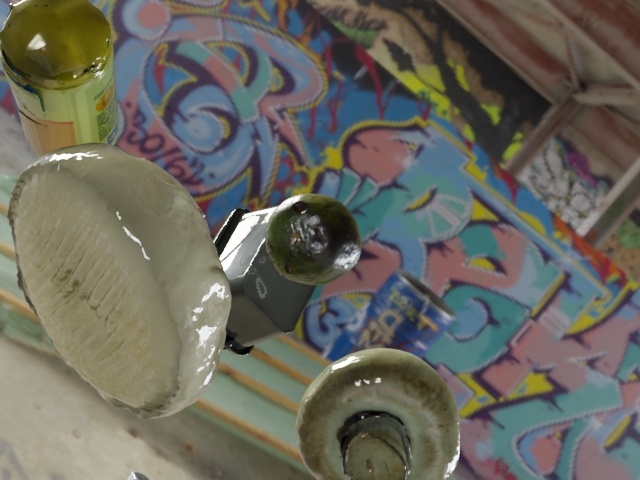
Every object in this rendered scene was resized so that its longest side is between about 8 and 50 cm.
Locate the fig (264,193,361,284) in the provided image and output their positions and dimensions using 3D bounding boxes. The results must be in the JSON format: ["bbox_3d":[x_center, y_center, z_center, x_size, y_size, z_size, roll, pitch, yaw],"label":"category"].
[{"bbox_3d":[0.000,0.000,1.198,0.123,0.123,0.156,41,10,17],"label":"fig"}]

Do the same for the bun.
[{"bbox_3d":[-0.181,0.032,0.869,0.287,0.146,0.287,29,-45,33],"label":"bun"}]

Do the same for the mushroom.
[{"bbox_3d":[0.115,0.391,1.805,0.352,0.352,0.260,40,18,0],"label":"mushroom"}]

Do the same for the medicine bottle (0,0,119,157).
[{"bbox_3d":[-0.291,-0.179,1.007,0.124,0.124,0.239,40,-21,6],"label":"medicine bottle"}]

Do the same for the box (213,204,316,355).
[{"bbox_3d":[-0.093,0.054,1.445,0.135,0.243,0.163,-18,-57,42],"label":"box"}]

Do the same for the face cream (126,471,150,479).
[{"bbox_3d":[-0.247,0.392,1.095,0.145,0.145,0.370,39,-3,-10],"label":"face cream"}]
